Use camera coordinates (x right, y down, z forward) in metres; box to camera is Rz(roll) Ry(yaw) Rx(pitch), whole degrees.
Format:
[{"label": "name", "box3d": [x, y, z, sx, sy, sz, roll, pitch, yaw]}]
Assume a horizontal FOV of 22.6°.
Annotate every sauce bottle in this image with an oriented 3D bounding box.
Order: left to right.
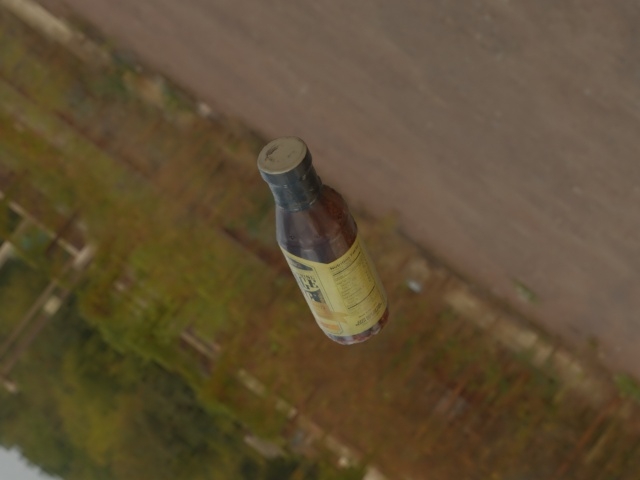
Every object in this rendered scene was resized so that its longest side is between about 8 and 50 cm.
[{"label": "sauce bottle", "box3d": [0.000, 0.000, 0.814, 0.042, 0.042, 0.128, 32, 156, 43]}]
